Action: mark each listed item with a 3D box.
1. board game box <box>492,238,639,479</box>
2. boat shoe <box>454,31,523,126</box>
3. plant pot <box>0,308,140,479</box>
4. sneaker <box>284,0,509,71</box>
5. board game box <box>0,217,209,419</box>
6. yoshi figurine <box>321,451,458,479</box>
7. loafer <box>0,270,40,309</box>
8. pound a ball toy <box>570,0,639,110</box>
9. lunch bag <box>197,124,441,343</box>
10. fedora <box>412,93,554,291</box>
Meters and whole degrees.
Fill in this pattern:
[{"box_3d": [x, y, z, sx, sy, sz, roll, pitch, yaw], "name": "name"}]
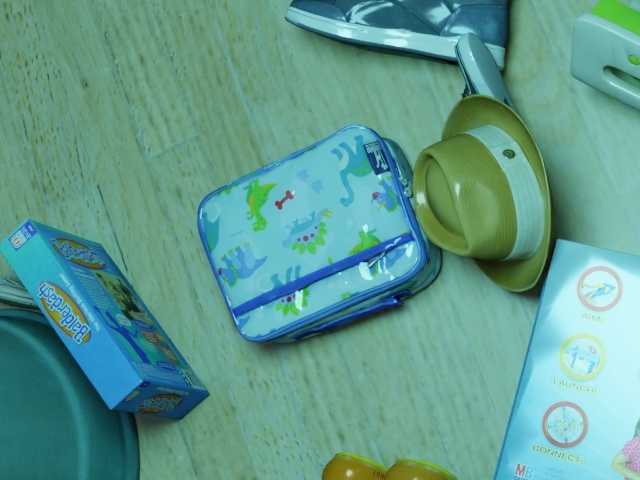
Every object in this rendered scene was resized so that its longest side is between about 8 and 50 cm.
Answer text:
[{"box_3d": [0.325, 0.180, 1.466, 0.308, 0.086, 0.302, 14, 85, 22], "name": "board game box"}, {"box_3d": [0.158, -0.132, 1.571, 0.040, 0.049, 0.142, -17, 117, 27], "name": "boat shoe"}, {"box_3d": [-0.401, 0.212, 1.593, 0.341, 0.334, 0.341, -4, 78, 19], "name": "plant pot"}, {"box_3d": [0.085, -0.264, 1.625, 0.226, 0.086, 0.163, 10, 95, 12], "name": "sneaker"}, {"box_3d": [-0.215, 0.081, 1.641, 0.047, 0.160, 0.210, -41, 69, 9], "name": "board game box"}, {"box_3d": [-0.003, 0.362, 1.458, 0.203, 0.203, 0.362, 15, 72, 18], "name": "yoshi figurine"}, {"box_3d": [-0.342, 0.046, 1.758, 0.125, 0.045, 0.039, 8, 77, 24], "name": "loafer"}, {"box_3d": [0.417, -0.164, 1.489, 0.319, 0.136, 0.208, 30, 66, 22], "name": "pound a ball toy"}, {"box_3d": [0.000, 0.000, 1.617, 0.219, 0.090, 0.176, -22, 76, 16], "name": "lunch bag"}, {"box_3d": [0.140, -0.039, 1.524, 0.079, 0.194, 0.194, -13, 72, -24], "name": "fedora"}]
